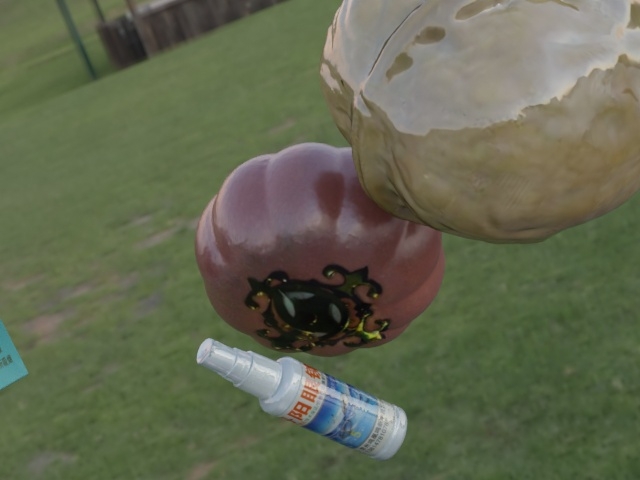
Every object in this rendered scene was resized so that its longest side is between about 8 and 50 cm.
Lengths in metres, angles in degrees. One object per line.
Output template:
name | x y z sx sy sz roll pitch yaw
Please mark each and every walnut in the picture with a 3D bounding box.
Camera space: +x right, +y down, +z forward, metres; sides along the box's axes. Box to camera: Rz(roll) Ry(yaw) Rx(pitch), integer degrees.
walnut | 0.191 -0.162 1.394 0.381 0.381 0.381 -20 13 5

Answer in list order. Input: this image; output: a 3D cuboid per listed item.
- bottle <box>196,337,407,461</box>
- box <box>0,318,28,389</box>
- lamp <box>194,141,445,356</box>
bottle | -0.019 0.146 1.281 0.060 0.217 0.060 -47 27 34
box | -0.459 0.090 1.664 0.041 0.229 0.162 -26 2 18
lamp | 0.000 0.000 1.651 0.305 0.305 0.239 -17 46 19
